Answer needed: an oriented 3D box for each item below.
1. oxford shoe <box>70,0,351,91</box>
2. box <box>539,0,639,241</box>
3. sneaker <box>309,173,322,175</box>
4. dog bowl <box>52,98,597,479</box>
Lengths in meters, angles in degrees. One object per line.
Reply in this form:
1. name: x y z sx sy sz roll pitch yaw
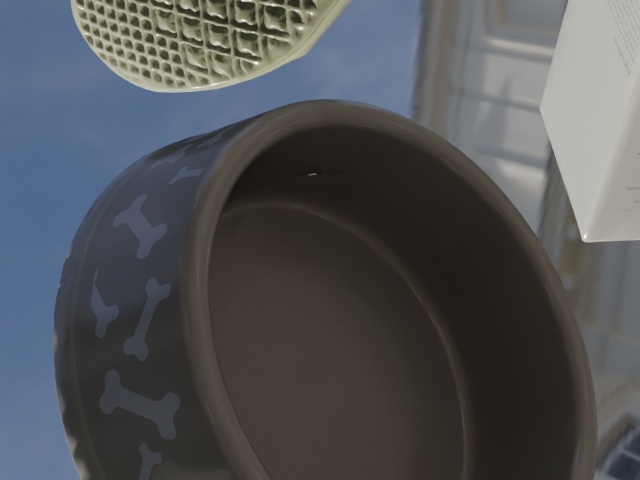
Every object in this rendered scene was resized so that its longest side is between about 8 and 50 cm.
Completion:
1. oxford shoe: -0.009 -0.238 1.004 0.169 0.449 0.130 49 -139 -10
2. box: 0.326 -0.174 1.177 0.215 0.168 0.345 -3 -40 -10
3. sneaker: 0.000 0.000 1.254 0.330 0.146 0.122 -39 -38 -47
4. dog bowl: 0.022 0.075 0.863 0.349 0.102 0.349 19 -123 -33
